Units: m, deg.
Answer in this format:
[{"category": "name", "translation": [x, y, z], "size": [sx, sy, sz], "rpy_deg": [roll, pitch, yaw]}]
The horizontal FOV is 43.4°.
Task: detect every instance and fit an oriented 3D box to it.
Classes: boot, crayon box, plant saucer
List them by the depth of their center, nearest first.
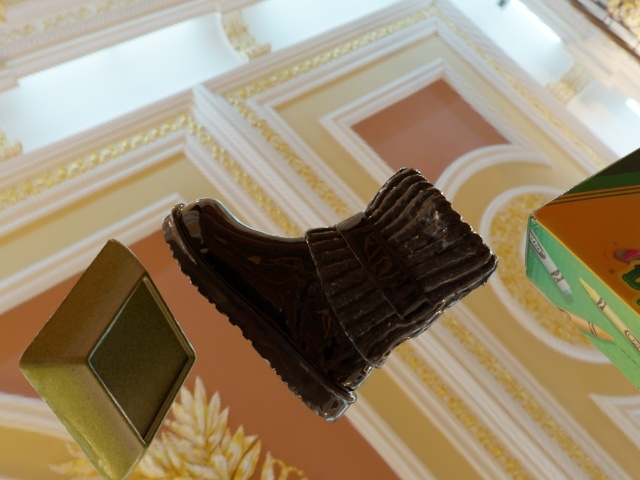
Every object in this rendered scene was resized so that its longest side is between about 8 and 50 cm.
[{"category": "crayon box", "translation": [0.291, 0.051, 0.540], "size": [0.165, 0.081, 0.278], "rpy_deg": [-30, -127, -12]}, {"category": "plant saucer", "translation": [-0.197, 0.122, 0.829], "size": [0.045, 0.188, 0.188], "rpy_deg": [-6, -144, 25]}, {"category": "boot", "translation": [0.002, 0.002, 0.914], "size": [0.260, 0.131, 0.348], "rpy_deg": [-48, -116, 4]}]
